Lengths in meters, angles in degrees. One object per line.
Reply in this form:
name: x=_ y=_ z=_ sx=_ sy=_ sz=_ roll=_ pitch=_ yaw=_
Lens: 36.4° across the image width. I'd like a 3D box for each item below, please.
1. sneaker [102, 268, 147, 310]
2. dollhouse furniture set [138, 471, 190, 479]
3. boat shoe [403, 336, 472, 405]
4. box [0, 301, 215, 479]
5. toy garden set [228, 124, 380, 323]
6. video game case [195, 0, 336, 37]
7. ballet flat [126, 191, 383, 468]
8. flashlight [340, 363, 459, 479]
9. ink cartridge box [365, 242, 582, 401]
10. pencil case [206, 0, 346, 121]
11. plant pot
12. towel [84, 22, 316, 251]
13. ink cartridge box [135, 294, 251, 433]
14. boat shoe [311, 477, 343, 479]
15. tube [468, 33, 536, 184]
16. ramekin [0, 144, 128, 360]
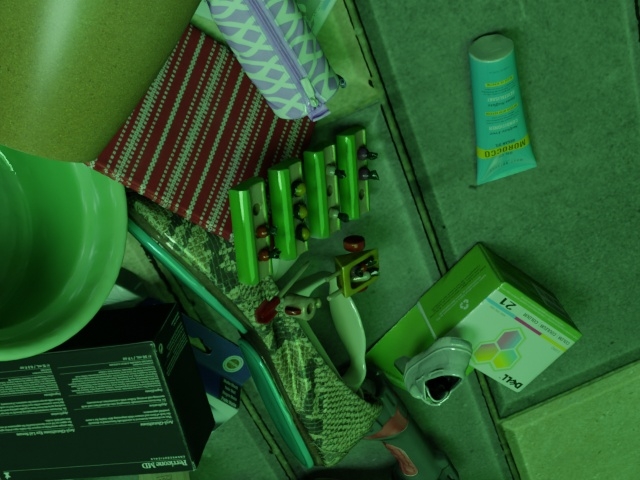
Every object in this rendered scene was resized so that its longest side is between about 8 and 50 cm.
sneaker: x=-0.286 y=0.051 z=1.184 sx=0.061 sy=0.053 sz=0.152 roll=-42 pitch=127 yaw=19
dollhouse furniture set: x=-0.214 y=0.420 z=1.435 sx=0.262 sy=0.135 sz=0.259 roll=-9 pitch=152 yaw=-11
boat shoe: x=0.158 y=0.190 z=1.323 sx=0.066 sy=0.063 sz=0.184 roll=18 pitch=151 yaw=-13
box: x=-0.282 y=0.188 z=1.182 sx=0.261 sy=0.103 sz=0.184 roll=-7 pitch=113 yaw=14
toy garden set: x=0.000 y=0.000 z=1.112 sx=0.244 sy=0.049 sz=0.204 roll=-33 pitch=127 yaw=-48
video game case: x=-0.049 y=-0.306 z=1.007 sx=0.183 sy=0.023 sz=0.201 roll=17 pitch=119 yaw=-28
ballet flat: x=-0.059 y=0.082 z=1.216 sx=0.182 sy=0.164 sz=0.483 roll=-39 pitch=121 yaw=-12
flashlight: x=0.107 y=0.305 z=1.474 sx=0.103 sy=0.103 sz=0.304 roll=-49 pitch=136 yaw=-18
ink cartridge box: x=0.210 y=0.154 z=1.388 sx=0.189 sy=0.097 sz=0.255 roll=31 pitch=111 yaw=-33
pencil case: x=-0.054 y=-0.214 z=1.006 sx=0.086 sy=0.088 sz=0.206 roll=-29 pitch=128 yaw=8
plant pot: x=-0.220 y=-0.206 z=0.851 sx=0.237 sy=0.237 sz=0.254 roll=14 pitch=104 yaw=-26
towel: x=-0.132 y=-0.120 z=1.045 sx=0.275 sy=0.031 sz=0.199 roll=30 pitch=69 yaw=-34
ink cartridge box: x=-0.223 y=0.203 z=1.322 sx=0.224 sy=0.045 sz=0.223 roll=-43 pitch=126 yaw=16
boat shoe: x=0.101 y=0.436 z=1.487 sx=0.324 sy=0.123 sz=0.116 roll=5 pitch=139 yaw=6
tube: x=0.219 y=-0.154 z=1.195 sx=0.080 sy=0.052 sz=0.207 roll=-14 pitch=136 yaw=5
ramekin: x=-0.354 y=-0.028 z=0.948 sx=0.148 sy=0.303 sz=0.303 roll=-14 pitch=140 yaw=41
